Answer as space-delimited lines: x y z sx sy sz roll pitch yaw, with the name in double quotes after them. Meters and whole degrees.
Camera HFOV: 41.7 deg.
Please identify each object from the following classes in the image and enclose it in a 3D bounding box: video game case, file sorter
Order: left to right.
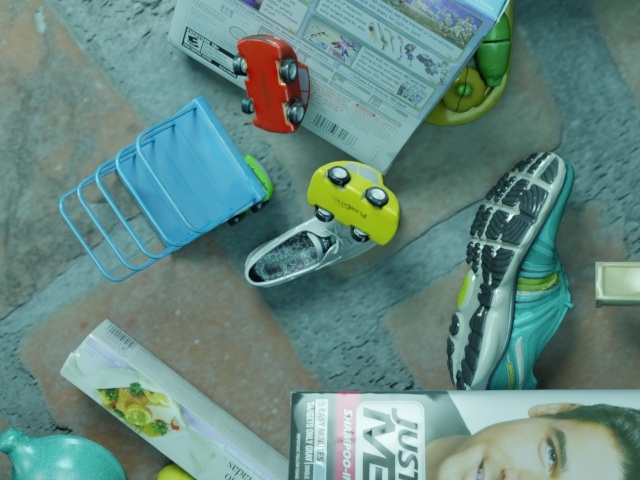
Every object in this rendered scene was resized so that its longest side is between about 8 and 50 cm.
-0.165 -0.043 0.848 0.170 0.104 0.118 -26 100 43 "file sorter"
0.003 -0.211 0.789 0.270 0.244 0.061 31 57 -3 "video game case"

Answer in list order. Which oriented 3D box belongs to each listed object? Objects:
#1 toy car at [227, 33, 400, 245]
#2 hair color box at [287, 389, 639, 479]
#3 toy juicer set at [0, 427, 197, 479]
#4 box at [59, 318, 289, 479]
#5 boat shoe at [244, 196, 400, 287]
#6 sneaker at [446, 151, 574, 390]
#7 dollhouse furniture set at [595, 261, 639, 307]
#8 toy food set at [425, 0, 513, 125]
-0.046 -0.079 0.860 0.225 0.053 0.239 -23 109 44 "toy car"
0.158 0.253 0.856 0.375 0.113 0.185 -2 67 8 "hair color box"
-0.304 0.314 0.982 0.329 0.089 0.209 17 115 -7 "toy juicer set"
-0.144 0.217 0.955 0.324 0.067 0.063 39 102 -5 "box"
0.000 0.000 0.903 0.184 0.063 0.066 -19 99 8 "boat shoe"
0.214 0.040 0.893 0.110 0.107 0.275 8 107 -17 "sneaker"
0.385 0.005 0.884 0.182 0.101 0.160 0 67 18 "dollhouse furniture set"
0.133 -0.223 0.846 0.128 0.071 0.217 -1 101 4 "toy food set"
